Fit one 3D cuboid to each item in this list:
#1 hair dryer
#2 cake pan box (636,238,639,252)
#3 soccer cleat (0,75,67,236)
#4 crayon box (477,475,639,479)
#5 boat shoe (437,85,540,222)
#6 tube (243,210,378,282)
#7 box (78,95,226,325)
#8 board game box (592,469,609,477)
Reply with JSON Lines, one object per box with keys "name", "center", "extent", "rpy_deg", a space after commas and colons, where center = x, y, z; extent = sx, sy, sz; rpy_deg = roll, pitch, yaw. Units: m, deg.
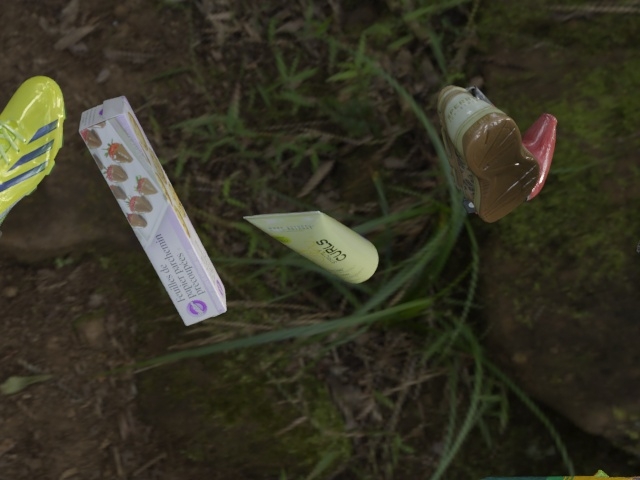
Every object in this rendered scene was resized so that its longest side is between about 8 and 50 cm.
{"name": "hair dryer", "center": [0.353, -0.177, 2.036], "extent": [0.293, 0.080, 0.223], "rpy_deg": [-18, 109, -49]}
{"name": "cake pan box", "center": [0.591, 0.034, 1.464], "extent": [0.267, 0.246, 0.070], "rpy_deg": [21, 83, -40]}
{"name": "soccer cleat", "center": [-0.428, -0.086, 1.439], "extent": [0.093, 0.289, 0.121], "rpy_deg": [37, 7, 25]}
{"name": "crayon box", "center": [0.267, 0.282, 0.910], "extent": [0.165, 0.279, 0.081], "rpy_deg": [-79, 161, -45]}
{"name": "boat shoe", "center": [0.221, -0.114, 1.490], "extent": [0.089, 0.105, 0.285], "rpy_deg": [52, -3, 27]}
{"name": "tube", "center": [0.000, 0.000, 1.336], "extent": [0.062, 0.070, 0.240], "rpy_deg": [50, 7, 25]}
{"name": "box", "center": [-0.216, -0.034, 1.478], "extent": [0.067, 0.063, 0.324], "rpy_deg": [-101, 168, -61]}
{"name": "board game box", "center": [0.423, 0.410, 1.540], "extent": [0.092, 0.181, 0.043], "rpy_deg": [-35, 145, -24]}
